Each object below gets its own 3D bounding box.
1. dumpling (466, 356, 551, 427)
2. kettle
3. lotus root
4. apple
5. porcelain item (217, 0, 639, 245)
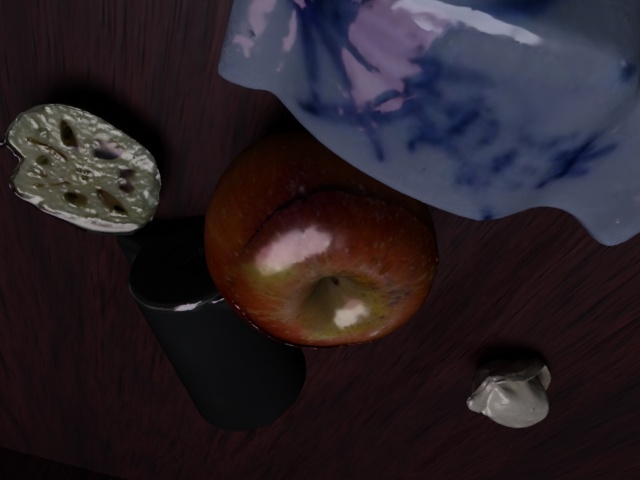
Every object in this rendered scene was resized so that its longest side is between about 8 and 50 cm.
[{"bbox_3d":[0.335,0.257,0.923,0.199,0.118,0.136,8,130,-38],"label":"dumpling"},{"bbox_3d":[-0.165,0.114,0.852,0.203,0.262,0.308,-25,133,-11],"label":"kettle"},{"bbox_3d":[-0.302,-0.102,0.702,0.183,0.078,0.204,-36,124,26],"label":"lotus root"},{"bbox_3d":[0.000,0.000,0.623,0.272,0.206,0.251,10,128,-20],"label":"apple"},{"bbox_3d":[0.128,-0.151,0.473,0.405,0.178,0.242,22,138,-7],"label":"porcelain item"}]
